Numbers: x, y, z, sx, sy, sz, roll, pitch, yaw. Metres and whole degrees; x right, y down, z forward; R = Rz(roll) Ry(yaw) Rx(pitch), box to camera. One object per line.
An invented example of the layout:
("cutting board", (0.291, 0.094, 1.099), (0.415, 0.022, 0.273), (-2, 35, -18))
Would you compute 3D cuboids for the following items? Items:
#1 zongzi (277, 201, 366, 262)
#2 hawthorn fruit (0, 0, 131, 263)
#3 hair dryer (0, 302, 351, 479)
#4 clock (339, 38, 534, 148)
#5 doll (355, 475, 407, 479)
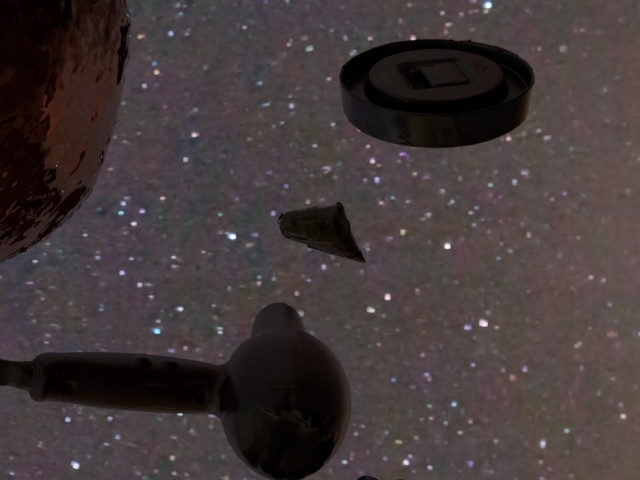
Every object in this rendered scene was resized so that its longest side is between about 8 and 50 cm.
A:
("zongzi", (0.000, 0.000, 1.439), (0.055, 0.109, 0.119), (-73, -32, -43))
("hawthorn fruit", (-0.177, -0.091, 0.330), (0.211, 0.299, 0.211), (1, -99, -5))
("hair dryer", (-0.148, 0.120, 0.923), (0.341, 0.312, 0.123), (7, -77, -11))
("clock", (0.191, -0.249, 1.571), (0.319, 0.319, 0.066), (-36, -46, -40))
("doll", (0.171, 0.299, 0.744), (0.145, 0.363, 0.199), (-27, -35, -54))
